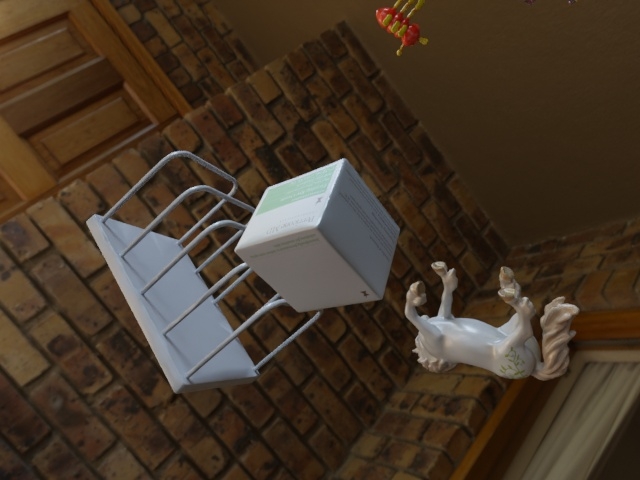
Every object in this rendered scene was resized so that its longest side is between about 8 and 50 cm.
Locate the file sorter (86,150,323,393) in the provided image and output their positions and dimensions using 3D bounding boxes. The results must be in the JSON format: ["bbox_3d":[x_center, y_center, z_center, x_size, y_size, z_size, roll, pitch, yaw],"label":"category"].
[{"bbox_3d":[-0.151,0.043,0.713,0.278,0.173,0.193,54,11,22],"label":"file sorter"}]

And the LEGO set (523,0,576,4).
[{"bbox_3d":[0.358,-0.374,0.595,0.254,0.331,0.192,21,-35,-15],"label":"LEGO set"}]

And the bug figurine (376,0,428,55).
[{"bbox_3d":[0.151,-0.484,0.901,0.216,0.279,0.072,37,-15,-9],"label":"bug figurine"}]

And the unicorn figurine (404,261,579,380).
[{"bbox_3d":[0.112,0.070,0.392,0.162,0.060,0.111,20,-45,50],"label":"unicorn figurine"}]

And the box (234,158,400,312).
[{"bbox_3d":[0.000,0.000,0.458,0.101,0.087,0.102,-15,-49,38],"label":"box"}]
